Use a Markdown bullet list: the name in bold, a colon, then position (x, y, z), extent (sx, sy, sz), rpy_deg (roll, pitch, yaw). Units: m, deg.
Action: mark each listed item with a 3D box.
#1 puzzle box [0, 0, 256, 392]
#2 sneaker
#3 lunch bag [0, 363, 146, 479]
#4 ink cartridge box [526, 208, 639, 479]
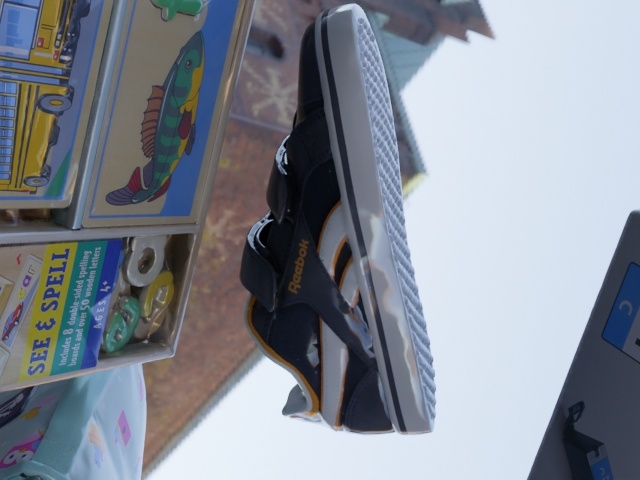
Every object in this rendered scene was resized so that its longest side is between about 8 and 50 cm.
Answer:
- **puzzle box**: position (-0.137, -0.114, 0.639), extent (0.052, 0.272, 0.408), rpy_deg (19, -78, 28)
- **sneaker**: position (0.000, 0.000, 0.805), extent (0.126, 0.128, 0.321), rpy_deg (-64, 146, -67)
- **lunch bag**: position (-0.211, 0.200, 0.818), extent (0.223, 0.160, 0.262), rpy_deg (-79, -170, -67)
- **ink cartridge box**: position (0.262, 0.164, 0.729), extent (0.261, 0.066, 0.296), rpy_deg (37, -62, 46)
